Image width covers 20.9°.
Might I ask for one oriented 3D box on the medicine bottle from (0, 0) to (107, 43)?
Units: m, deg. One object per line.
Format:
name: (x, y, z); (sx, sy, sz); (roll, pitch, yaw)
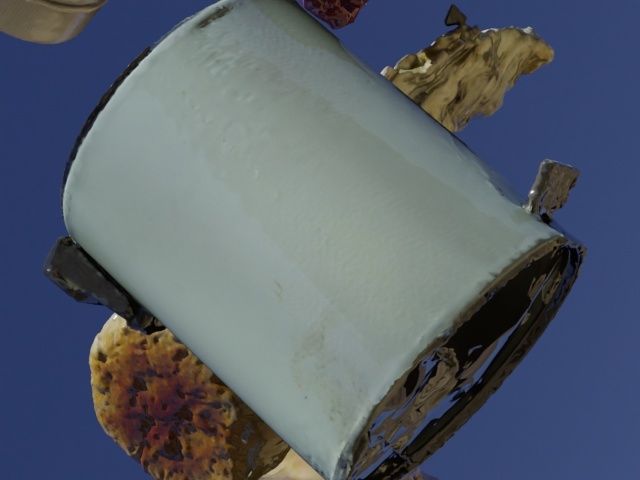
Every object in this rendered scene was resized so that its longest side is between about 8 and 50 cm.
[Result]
medicine bottle: (-0.063, -0.130, 0.538); (0.079, 0.079, 0.140); (-7, -32, -50)

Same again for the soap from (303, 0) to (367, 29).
soap: (0.022, -0.266, 1.239); (0.182, 0.112, 0.289); (56, -148, -18)

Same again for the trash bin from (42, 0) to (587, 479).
trash bin: (0.000, 0.000, 1.107); (0.277, 0.262, 0.217); (-51, -19, 10)

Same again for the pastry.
pastry: (-0.107, 0.130, 1.510); (0.182, 0.192, 0.093); (-48, -6, 40)

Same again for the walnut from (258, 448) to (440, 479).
walnut: (0.029, 0.372, 1.743); (0.383, 0.383, 0.383); (-29, -50, -40)

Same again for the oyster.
oyster: (0.030, -0.095, 1.356); (0.354, 0.201, 0.107); (-20, -92, -11)
